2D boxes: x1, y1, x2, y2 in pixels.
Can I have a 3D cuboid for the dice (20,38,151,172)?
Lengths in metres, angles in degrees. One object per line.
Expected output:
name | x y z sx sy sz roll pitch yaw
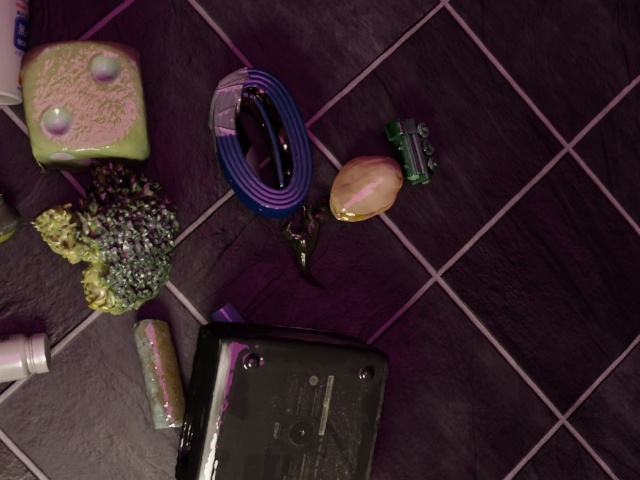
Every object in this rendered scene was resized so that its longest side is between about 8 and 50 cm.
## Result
dice | -0.506 -0.287 1.762 0.249 0.252 0.255 -7 85 -10

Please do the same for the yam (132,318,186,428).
yam | -0.364 0.304 1.841 0.093 0.093 0.259 -13 88 -12

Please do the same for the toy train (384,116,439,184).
toy train | 0.226 -0.220 1.978 0.111 0.071 0.171 -11 84 -44

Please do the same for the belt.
belt | -0.138 -0.224 1.884 0.212 0.117 0.347 -18 83 -9

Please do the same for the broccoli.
broccoli | -0.470 -0.009 1.782 0.280 0.348 0.293 8 41 19

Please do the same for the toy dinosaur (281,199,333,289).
toy dinosaur | 0.000 0.000 1.932 0.179 0.087 0.187 40 82 -5

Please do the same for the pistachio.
pistachio | 0.107 -0.128 1.948 0.200 0.117 0.145 -32 77 -7

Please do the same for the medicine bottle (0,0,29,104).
medicine bottle | -0.720 -0.483 1.797 0.130 0.130 0.341 2 86 -11

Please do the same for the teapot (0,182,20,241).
teapot | -0.749 -0.063 1.771 0.165 0.130 0.119 6 118 17

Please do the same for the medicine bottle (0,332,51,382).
medicine bottle | -0.697 0.260 1.771 0.186 0.103 0.103 -8 88 -12

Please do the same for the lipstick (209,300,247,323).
lipstick | -0.163 0.271 1.897 0.068 0.061 0.274 -38 100 -32

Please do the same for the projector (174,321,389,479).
projector | -0.079 0.396 1.776 0.404 0.242 0.396 10 89 -22
